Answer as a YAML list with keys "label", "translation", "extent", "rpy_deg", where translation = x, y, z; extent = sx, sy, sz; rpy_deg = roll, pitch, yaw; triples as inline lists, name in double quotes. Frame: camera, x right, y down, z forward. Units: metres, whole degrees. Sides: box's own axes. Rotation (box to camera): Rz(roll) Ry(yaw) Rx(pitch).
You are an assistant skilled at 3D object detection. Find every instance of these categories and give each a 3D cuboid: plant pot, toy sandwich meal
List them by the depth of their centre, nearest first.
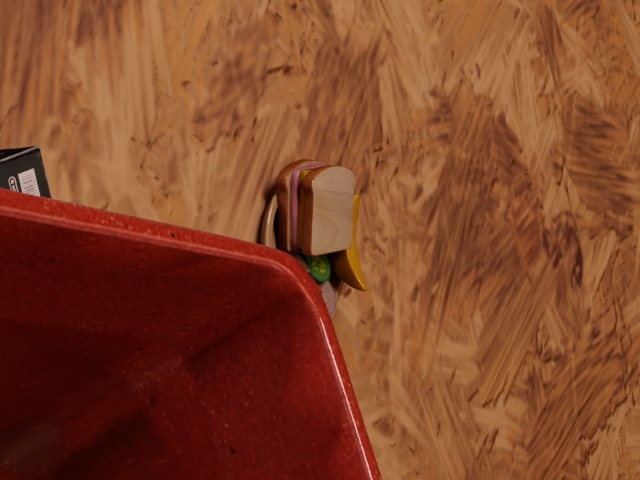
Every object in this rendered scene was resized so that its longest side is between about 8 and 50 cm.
- label: "plant pot"
  translation: [-0.127, 0.154, 0.334]
  extent: [0.267, 0.235, 0.267]
  rpy_deg: [14, 54, -57]
- label: "toy sandwich meal"
  translation: [0.000, 0.000, 0.780]
  extent: [0.085, 0.029, 0.086]
  rpy_deg: [9, 80, -57]

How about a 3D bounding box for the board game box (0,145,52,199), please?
- label: "board game box"
  translation: [-0.132, 0.070, 0.570]
  extent: [0.126, 0.026, 0.186]
  rpy_deg: [-29, 112, -55]
